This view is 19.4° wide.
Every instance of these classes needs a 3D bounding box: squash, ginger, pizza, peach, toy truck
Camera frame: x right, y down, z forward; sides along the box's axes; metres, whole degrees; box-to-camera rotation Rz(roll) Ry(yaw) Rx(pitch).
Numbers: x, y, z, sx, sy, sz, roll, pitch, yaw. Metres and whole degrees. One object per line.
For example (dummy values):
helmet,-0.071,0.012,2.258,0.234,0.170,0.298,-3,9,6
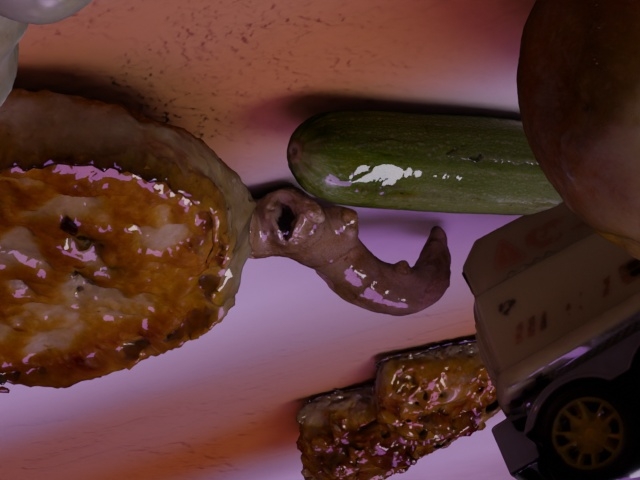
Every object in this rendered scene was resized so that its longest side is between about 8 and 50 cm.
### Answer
squash,0.083,-0.052,1.272,0.239,0.069,0.069,1,156,-31
ginger,0.000,0.000,1.377,0.288,0.075,0.089,14,142,-37
pizza,0.079,0.177,1.812,0.161,0.085,0.305,11,149,-40
peach,0.214,-0.083,1.108,0.214,0.214,0.235,-5,175,-12
toy truck,0.295,0.023,1.323,0.405,0.254,0.180,-32,155,15

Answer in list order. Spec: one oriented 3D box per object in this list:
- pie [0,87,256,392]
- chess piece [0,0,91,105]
pie,-0.202,-0.005,1.218,0.315,0.092,0.315,0,150,0
chess piece,-0.158,-0.142,0.894,0.133,0.133,0.243,13,143,-44
